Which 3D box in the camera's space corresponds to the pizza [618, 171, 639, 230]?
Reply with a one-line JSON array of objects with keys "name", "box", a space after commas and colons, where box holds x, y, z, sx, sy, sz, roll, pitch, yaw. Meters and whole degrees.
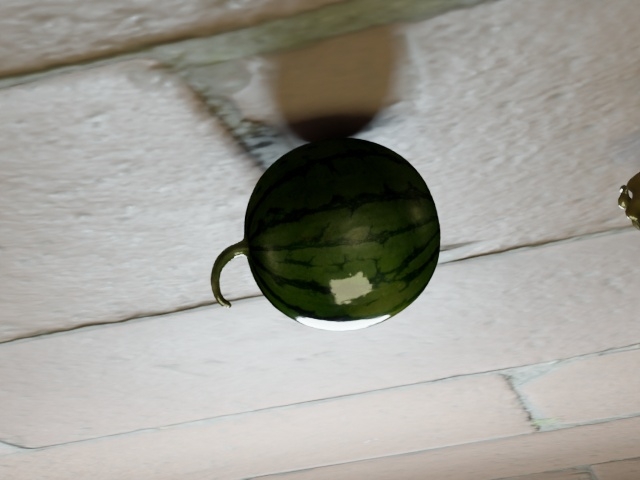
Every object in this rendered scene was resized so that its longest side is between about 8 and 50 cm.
[{"name": "pizza", "box": [0.302, -0.022, 0.849, 0.297, 0.071, 0.189, 6, 160, -35]}]

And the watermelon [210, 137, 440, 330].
[{"name": "watermelon", "box": [0.006, -0.004, 0.744, 0.109, 0.109, 0.109, -7, 163, -2]}]
